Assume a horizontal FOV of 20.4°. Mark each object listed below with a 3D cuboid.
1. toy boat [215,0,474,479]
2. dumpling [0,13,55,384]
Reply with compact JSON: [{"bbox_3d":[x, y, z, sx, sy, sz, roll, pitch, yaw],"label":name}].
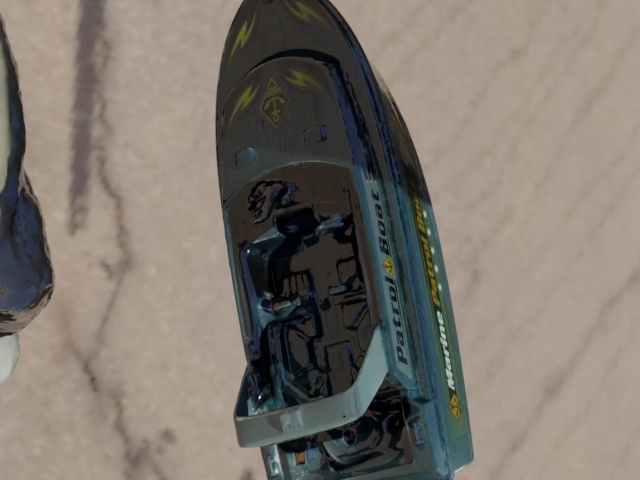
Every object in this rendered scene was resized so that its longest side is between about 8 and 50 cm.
[{"bbox_3d":[0.000,0.000,0.769,0.103,0.093,0.246,7,71,-59],"label":"toy boat"},{"bbox_3d":[-0.189,-0.049,0.901,0.166,0.086,0.332,-71,157,-63],"label":"dumpling"}]
